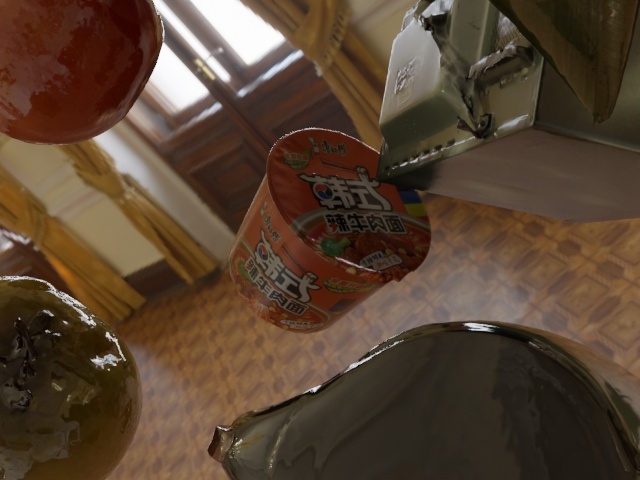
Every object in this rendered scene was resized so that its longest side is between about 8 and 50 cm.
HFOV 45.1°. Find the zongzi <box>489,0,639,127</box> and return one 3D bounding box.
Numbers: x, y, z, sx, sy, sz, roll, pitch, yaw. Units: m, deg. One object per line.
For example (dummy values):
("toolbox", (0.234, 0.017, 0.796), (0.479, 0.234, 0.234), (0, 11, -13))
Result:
("zongzi", (0.078, -0.190, 0.461), (0.251, 0.274, 0.125), (-5, 29, -6))

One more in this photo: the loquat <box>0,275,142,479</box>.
("loquat", (-0.267, 0.141, 0.690), (0.213, 0.213, 0.213), (-36, 23, 18))

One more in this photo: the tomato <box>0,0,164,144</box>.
("tomato", (-0.281, -0.221, 0.872), (0.259, 0.180, 0.260), (-60, 8, 14))

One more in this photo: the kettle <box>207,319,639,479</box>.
("kettle", (0.079, 0.128, 0.419), (0.240, 0.255, 0.165), (2, 80, 28))

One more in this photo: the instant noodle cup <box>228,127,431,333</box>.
("instant noodle cup", (0.000, 0.000, 1.071), (0.192, 0.250, 0.250), (-52, 12, 42))

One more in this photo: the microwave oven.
("microwave oven", (0.272, -0.169, 0.841), (0.432, 0.375, 0.236), (172, 107, -77))
